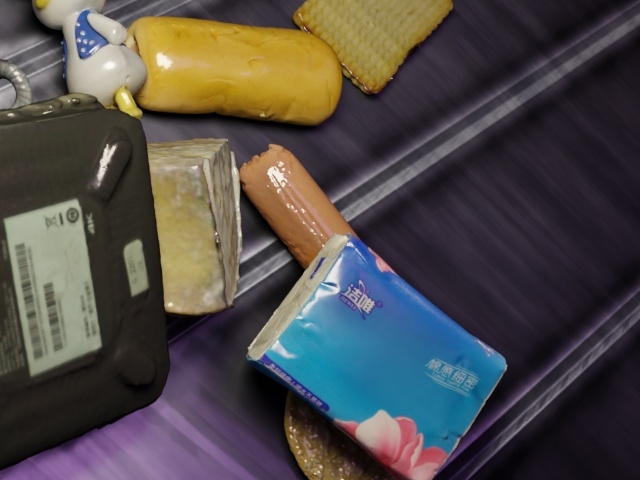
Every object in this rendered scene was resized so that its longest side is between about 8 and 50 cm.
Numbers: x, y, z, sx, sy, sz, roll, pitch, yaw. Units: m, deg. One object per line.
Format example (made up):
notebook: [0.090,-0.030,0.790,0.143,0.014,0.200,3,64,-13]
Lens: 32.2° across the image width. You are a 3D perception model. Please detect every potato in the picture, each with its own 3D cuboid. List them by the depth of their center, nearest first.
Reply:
potato: [-0.232,-0.020,1.369,0.264,0.211,0.189,0,104,-1]

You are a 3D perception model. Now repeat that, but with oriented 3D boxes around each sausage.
sausage: [0.000,-0.001,1.481,0.086,0.086,0.289,-38,91,-32]

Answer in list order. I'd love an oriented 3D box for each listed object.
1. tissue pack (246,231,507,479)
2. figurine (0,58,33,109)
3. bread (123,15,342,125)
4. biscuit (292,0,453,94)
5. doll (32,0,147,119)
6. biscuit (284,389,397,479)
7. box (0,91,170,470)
tissue pack: [0.072,0.144,1.374,0.270,0.137,0.209,40,77,-9]
figurine: [-0.447,-0.004,1.200,0.261,0.186,0.382,1,74,-1]
bread: [-0.114,-0.234,1.511,0.305,0.091,0.142,1,66,-27]
biscuit: [0.083,-0.345,1.686,0.172,0.029,0.254,45,58,-6]
doll: [-0.299,-0.268,1.401,0.119,0.138,0.293,-13,75,-39]
biscuit: [0.050,0.238,1.450,0.220,0.033,0.220,9,70,-25]
box: [-0.302,0.043,1.131,0.350,0.091,0.359,-20,109,-48]
